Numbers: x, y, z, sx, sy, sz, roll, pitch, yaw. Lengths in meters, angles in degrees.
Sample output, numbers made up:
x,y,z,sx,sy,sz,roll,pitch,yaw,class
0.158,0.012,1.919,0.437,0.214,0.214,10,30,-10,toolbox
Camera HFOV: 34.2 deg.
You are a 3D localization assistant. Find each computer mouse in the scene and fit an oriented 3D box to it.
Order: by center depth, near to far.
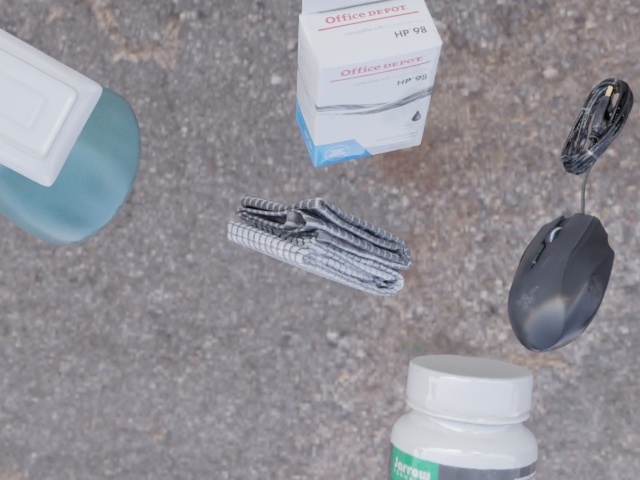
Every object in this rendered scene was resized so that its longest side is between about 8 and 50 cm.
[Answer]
x,y,z,sx,sy,sz,roll,pitch,yaw,class
0.186,-0.028,0.769,0.041,0.242,0.071,33,149,-24,computer mouse

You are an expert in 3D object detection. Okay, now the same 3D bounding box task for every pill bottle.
x,y,z,sx,sy,sz,roll,pitch,yaw,class
0.192,0.351,1.442,0.204,0.360,0.204,4,-176,0,pill bottle

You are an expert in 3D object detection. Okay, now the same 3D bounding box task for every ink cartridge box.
x,y,z,sx,sy,sz,roll,pitch,yaw,class
0.037,-0.142,0.868,0.104,0.060,0.180,-13,152,-9,ink cartridge box

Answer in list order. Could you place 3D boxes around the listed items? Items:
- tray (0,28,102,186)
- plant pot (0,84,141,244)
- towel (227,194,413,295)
x,y,z,sx,sy,sz,roll,pitch,yaw,class
-0.408,-0.187,1.233,0.270,0.145,0.030,29,174,-20,tray
-0.477,-0.153,1.749,0.290,0.290,0.195,-21,157,27,plant pot
0.000,0.000,1.914,0.284,0.121,0.235,23,175,-41,towel
